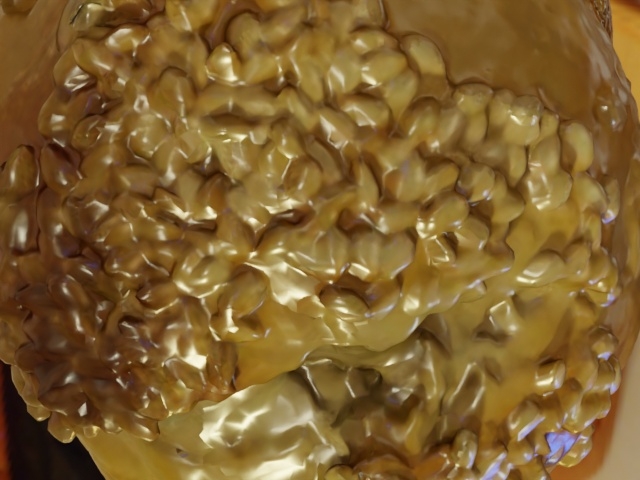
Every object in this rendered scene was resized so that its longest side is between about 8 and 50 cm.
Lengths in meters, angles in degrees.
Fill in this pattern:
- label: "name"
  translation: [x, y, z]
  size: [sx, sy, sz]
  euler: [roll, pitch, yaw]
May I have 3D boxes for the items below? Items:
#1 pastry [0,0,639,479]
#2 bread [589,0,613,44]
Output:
- label: "pastry"
  translation: [0.000, 0.000, 0.625]
  size: [0.284, 0.184, 0.316]
  euler: [-23, 114, 0]
- label: "bread"
  translation: [0.174, -0.171, 1.304]
  size: [0.139, 0.229, 0.143]
  euler: [7, 158, 20]
